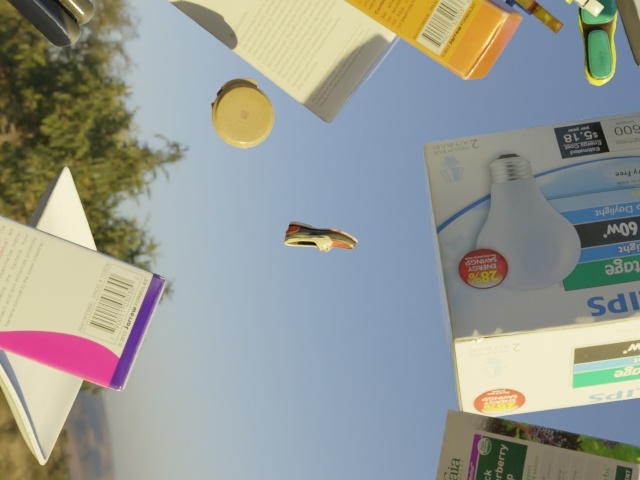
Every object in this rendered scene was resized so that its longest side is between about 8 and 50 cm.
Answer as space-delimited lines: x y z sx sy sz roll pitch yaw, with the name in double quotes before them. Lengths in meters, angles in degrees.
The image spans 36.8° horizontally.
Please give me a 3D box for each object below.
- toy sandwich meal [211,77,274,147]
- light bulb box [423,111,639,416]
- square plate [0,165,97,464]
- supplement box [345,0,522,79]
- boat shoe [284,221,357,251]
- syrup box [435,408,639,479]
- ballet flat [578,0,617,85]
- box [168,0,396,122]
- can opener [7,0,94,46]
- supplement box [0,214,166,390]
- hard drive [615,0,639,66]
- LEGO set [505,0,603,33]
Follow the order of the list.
"toy sandwich meal" -0.096 -0.153 1.166 0.029 0.086 0.085 -171 -109 -72
"light bulb box" 0.348 0.034 1.406 0.225 0.358 0.361 74 9 -51
"square plate" -0.437 0.118 1.530 0.344 0.049 0.347 85 13 -45
"supplement box" 0.076 -0.250 0.941 0.233 0.078 0.080 38 -67 12
"boat shoe" 0.000 0.000 1.791 0.049 0.137 0.043 81 23 -64
"syrup box" 0.237 0.239 0.977 0.237 0.096 0.093 3 -101 46
"ballet flat" 0.553 -0.421 1.925 0.077 0.077 0.231 23 68 -79
"box" -0.051 -0.352 1.294 0.168 0.345 0.215 -51 -178 32
"can opener" -0.391 -0.336 1.106 0.283 0.095 0.076 46 54 -37
"supplement box" -0.266 0.051 0.887 0.114 0.220 0.111 141 -30 -77
"hard drive" 0.586 -0.360 1.359 0.047 0.353 0.233 108 -25 -65
"LEGO set" 0.351 -0.411 1.580 0.087 0.093 0.227 -52 -146 16
